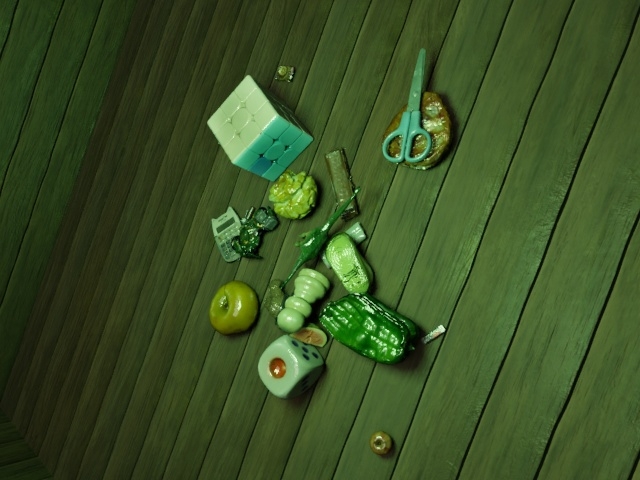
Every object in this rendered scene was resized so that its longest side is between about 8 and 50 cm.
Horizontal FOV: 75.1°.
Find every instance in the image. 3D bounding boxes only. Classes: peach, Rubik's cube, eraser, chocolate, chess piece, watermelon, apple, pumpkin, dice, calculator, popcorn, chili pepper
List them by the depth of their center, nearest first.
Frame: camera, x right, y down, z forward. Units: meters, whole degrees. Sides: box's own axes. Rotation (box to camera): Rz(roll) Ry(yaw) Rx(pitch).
[{"bbox_3d":[0.400,0.337,1.482,0.099,0.019,0.027,-40,64,18],"label":"eraser"},{"bbox_3d":[0.217,0.726,1.493,0.084,0.071,0.084,-4,78,21],"label":"apple"},{"bbox_3d":[0.179,0.312,1.530,0.385,0.167,0.213,22,88,33],"label":"chili pepper"},{"bbox_3d":[-0.079,0.250,1.639,0.144,0.144,0.251,10,53,31],"label":"chess piece"},{"bbox_3d":[-0.118,0.499,1.656,0.194,0.192,0.193,42,102,27],"label":"dice"},{"bbox_3d":[-0.041,0.361,1.674,0.087,0.163,0.069,-55,25,22],"label":"watermelon"},{"bbox_3d":[0.082,-0.244,1.741,0.102,0.065,0.329,-22,70,26],"label":"chocolate"},{"bbox_3d":[-0.110,-0.190,1.781,0.221,0.183,0.204,-33,53,36],"label":"popcorn"},{"bbox_3d":[-0.267,-0.487,1.855,0.291,0.290,0.291,-43,63,16],"label":"Rubik's cube"},{"bbox_3d":[-0.394,0.303,1.883,0.251,0.153,0.251,-16,58,27],"label":"peach"},{"bbox_3d":[-0.166,-0.798,2.000,0.101,0.035,0.073,22,104,28],"label":"pumpkin"},{"bbox_3d":[-0.437,-0.020,2.019,0.177,0.040,0.268,-30,69,23],"label":"calculator"}]

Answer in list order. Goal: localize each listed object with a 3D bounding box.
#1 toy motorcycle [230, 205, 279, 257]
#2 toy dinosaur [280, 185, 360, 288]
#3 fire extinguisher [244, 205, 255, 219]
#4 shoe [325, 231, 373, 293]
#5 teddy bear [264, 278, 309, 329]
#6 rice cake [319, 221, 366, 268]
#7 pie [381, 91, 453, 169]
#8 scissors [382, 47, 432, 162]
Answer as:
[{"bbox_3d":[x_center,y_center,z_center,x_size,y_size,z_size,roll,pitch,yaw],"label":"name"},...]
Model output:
[{"bbox_3d":[-0.295,-0.025,1.891,0.275,0.125,0.187,-49,58,12],"label":"toy motorcycle"},{"bbox_3d":[0.000,0.000,1.629,0.301,0.087,0.447,-11,49,61],"label":"toy dinosaur"},{"bbox_3d":[-0.349,-0.117,1.989,0.046,0.032,0.100,23,88,20],"label":"fire extinguisher"},{"bbox_3d":[0.110,0.098,1.627,0.140,0.128,0.262,-32,69,10],"label":"shoe"},{"bbox_3d":[-0.159,0.283,1.752,0.251,0.129,0.182,30,109,29],"label":"teddy bear"},{"bbox_3d":[0.093,0.021,1.702,0.222,0.042,0.080,-39,63,18],"label":"rice cake"},{"bbox_3d":[0.374,-0.402,1.584,0.308,0.085,0.308,-6,79,30],"label":"pie"},{"bbox_3d":[0.348,-0.507,1.552,0.192,0.029,0.447,7,84,37],"label":"scissors"}]
